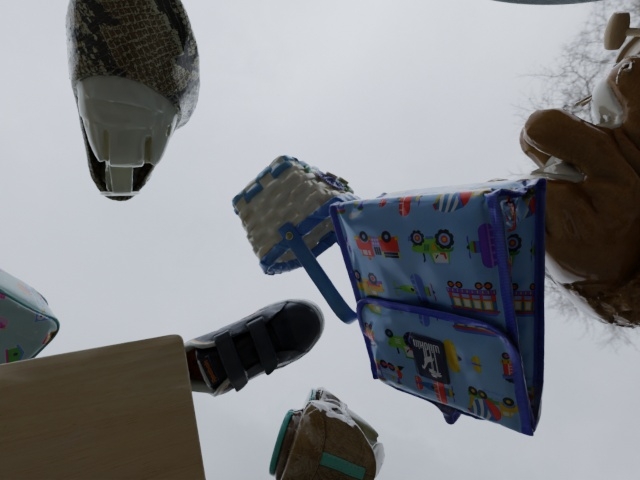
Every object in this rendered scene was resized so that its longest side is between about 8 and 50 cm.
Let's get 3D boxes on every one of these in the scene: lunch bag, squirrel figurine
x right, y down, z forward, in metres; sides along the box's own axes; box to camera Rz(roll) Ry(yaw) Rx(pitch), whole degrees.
[{"bbox_3d":[-0.591,0.132,0.635,0.224,0.107,0.279,-47,-39,-13],"label":"lunch bag"},{"bbox_3d":[0.151,0.083,0.515,0.138,0.220,0.294,-16,-79,-43],"label":"lunch bag"},{"bbox_3d":[0.493,-0.080,0.649,0.370,0.281,0.397,-45,-108,8],"label":"squirrel figurine"}]

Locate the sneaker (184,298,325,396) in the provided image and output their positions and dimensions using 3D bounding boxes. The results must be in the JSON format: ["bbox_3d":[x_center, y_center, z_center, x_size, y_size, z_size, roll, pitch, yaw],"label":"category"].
[{"bbox_3d":[-0.145,0.210,0.772,0.320,0.127,0.126,-24,-90,12],"label":"sneaker"}]

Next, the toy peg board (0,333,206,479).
[{"bbox_3d":[-0.161,0.162,0.262,0.161,0.161,0.079,-5,-42,-25],"label":"toy peg board"}]

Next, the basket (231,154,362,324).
[{"bbox_3d":[0.000,0.000,0.723,0.201,0.254,0.289,-36,-97,15],"label":"basket"}]

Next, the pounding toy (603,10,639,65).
[{"bbox_3d":[0.640,-0.318,0.742,0.269,0.155,0.154,11,-43,13],"label":"pounding toy"}]

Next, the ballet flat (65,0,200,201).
[{"bbox_3d":[-0.284,-0.162,0.614,0.163,0.482,0.182,10,-106,-25],"label":"ballet flat"}]

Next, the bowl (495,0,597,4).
[{"bbox_3d":[0.232,-0.350,0.387,0.297,0.298,0.134,9,-78,-9],"label":"bowl"}]

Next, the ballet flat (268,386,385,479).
[{"bbox_3d":[0.019,0.258,0.533,0.124,0.342,0.116,17,-109,7],"label":"ballet flat"}]
